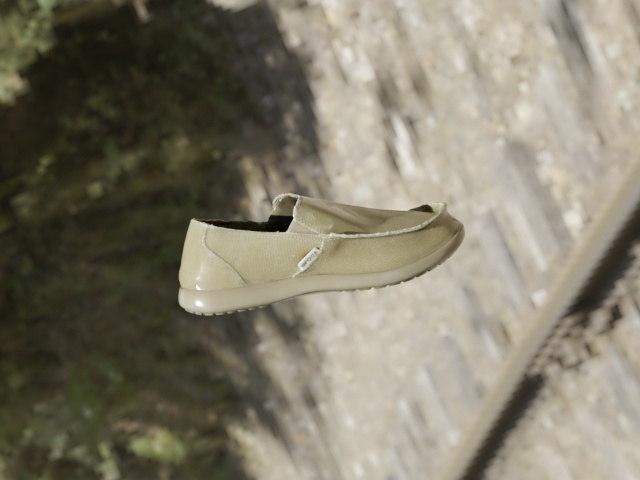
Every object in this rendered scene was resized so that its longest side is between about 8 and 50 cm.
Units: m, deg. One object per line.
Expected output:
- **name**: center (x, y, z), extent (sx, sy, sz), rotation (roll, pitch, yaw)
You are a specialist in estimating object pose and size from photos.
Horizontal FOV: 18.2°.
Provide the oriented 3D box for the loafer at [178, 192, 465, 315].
- **loafer**: center (0.000, 0.000, 0.983), extent (0.056, 0.148, 0.050), rotation (-152, 50, -72)
